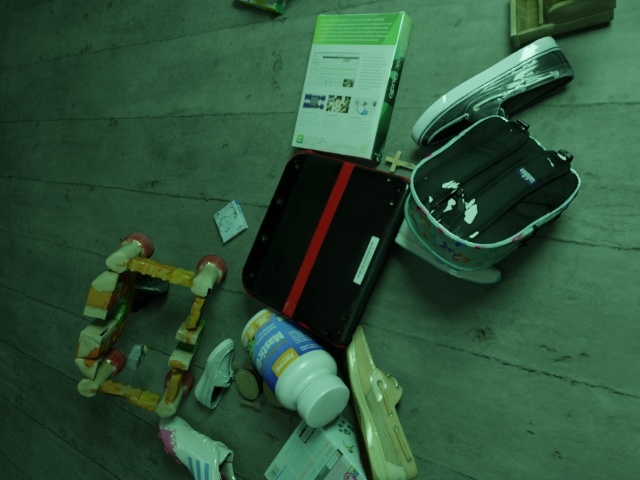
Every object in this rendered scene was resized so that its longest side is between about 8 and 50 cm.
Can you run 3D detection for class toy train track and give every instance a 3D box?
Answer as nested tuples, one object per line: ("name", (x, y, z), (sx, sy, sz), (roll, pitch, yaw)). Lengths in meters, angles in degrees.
("toy train track", (0.184, -0.169, 0.987), (0.083, 0.014, 0.048), (24, 94, 25))

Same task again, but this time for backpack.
("backpack", (0.277, -0.070, 0.783), (0.225, 0.253, 0.191), (50, 159, 23))

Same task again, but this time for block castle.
("block castle", (-0.465, 0.229, 1.241), (0.302, 0.213, 0.454), (17, 104, -6))

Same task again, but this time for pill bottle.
("pill bottle", (-0.058, 0.283, 1.013), (0.272, 0.152, 0.152), (39, 110, 44))

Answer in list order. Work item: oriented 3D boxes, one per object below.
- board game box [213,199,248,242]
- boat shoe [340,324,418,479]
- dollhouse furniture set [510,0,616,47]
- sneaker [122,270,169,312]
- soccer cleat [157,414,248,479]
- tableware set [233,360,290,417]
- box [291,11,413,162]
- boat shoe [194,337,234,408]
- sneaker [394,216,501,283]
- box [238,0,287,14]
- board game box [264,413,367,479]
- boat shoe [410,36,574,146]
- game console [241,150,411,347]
("board game box", (-0.255, -0.053, 1.263), (0.090, 0.020, 0.090), (-31, 72, 28))
("boat shoe", (0.119, 0.340, 0.967), (0.110, 0.122, 0.341), (-9, 69, -8))
("dollhouse furniture set", (0.378, -0.447, 0.722), (0.160, 0.242, 0.212), (-3, 77, 33))
("sneaker", (-0.580, 0.172, 1.439), (0.283, 0.107, 0.124), (2, 107, 35))
("soccer cleat", (-0.325, 0.598, 1.254), (0.331, 0.116, 0.143), (44, 95, 24))
("tableware set", (-0.147, 0.381, 1.175), (0.194, 0.039, 0.128), (-2, 99, 39))
("box", (0.067, -0.359, 1.043), (0.232, 0.058, 0.322), (17, 99, 32))
("boat shoe", (-0.278, 0.376, 1.242), (0.081, 0.079, 0.228), (36, 114, 21))
("sneaker", (0.258, 0.011, 0.891), (0.228, 0.087, 0.092), (32, 104, 27))
("box", (-0.160, -0.685, 1.204), (0.179, 0.043, 0.105), (30, 105, 27))
("board game box", (0.042, 0.565, 1.013), (0.303, 0.097, 0.224), (42, 111, 28))
("boat shoe", (0.320, -0.252, 0.851), (0.301, 0.108, 0.102), (-29, 72, 22))
("game console", (0.000, 0.000, 1.015), (0.342, 0.060, 0.387), (23, 91, 32))
